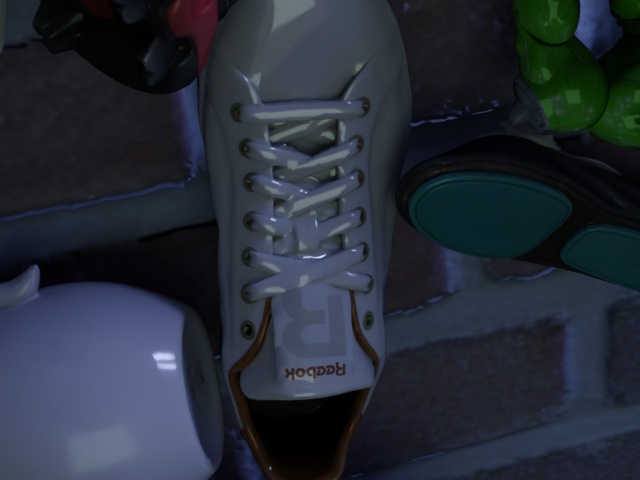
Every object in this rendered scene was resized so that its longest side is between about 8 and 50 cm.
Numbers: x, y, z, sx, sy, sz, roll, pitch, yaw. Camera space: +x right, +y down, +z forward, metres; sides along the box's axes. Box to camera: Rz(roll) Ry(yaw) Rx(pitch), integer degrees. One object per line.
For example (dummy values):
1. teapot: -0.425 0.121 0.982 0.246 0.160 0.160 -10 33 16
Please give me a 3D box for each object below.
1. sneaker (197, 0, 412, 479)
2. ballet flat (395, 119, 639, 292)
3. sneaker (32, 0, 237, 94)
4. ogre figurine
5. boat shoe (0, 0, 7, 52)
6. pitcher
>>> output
1. sneaker: 0.000 0.000 0.585 0.106 0.123 0.290 -6 124 -8
2. ballet flat: 0.118 -0.021 0.630 0.203 0.074 0.074 15 119 -30
3. sneaker: -0.074 -0.187 0.426 0.135 0.097 0.276 -50 146 -26
4. ogre figurine: 0.171 -0.097 0.583 0.197 0.097 0.118 5 106 -35
5. boat shoe: -0.199 -0.181 0.417 0.091 0.109 0.305 17 133 29
6. pitcher: -0.164 0.067 0.600 0.207 0.125 0.178 -10 111 6
